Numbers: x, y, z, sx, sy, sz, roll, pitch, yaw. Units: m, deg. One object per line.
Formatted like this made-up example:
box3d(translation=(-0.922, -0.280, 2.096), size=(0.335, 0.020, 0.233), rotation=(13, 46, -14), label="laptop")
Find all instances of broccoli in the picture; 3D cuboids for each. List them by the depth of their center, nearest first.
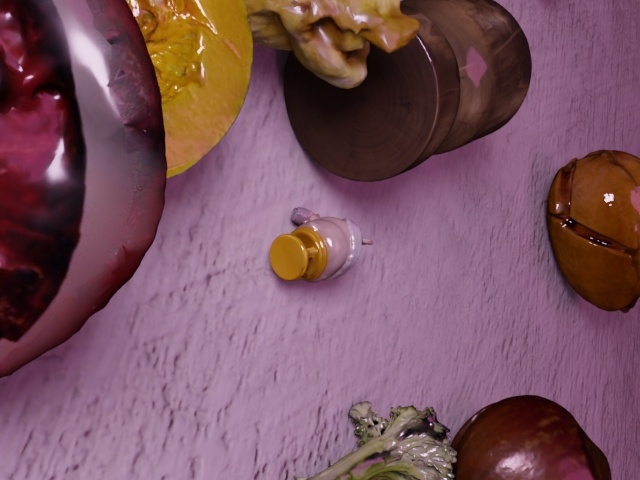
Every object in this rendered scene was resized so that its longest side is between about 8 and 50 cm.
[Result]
box3d(translation=(0.048, 0.241, 0.876), size=(0.204, 0.118, 0.123), rotation=(-11, 87, -35), label="broccoli")

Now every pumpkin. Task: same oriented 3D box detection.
box3d(translation=(-0.165, -0.148, 0.607), size=(0.217, 0.110, 0.218), rotation=(2, 87, -38), label="pumpkin")

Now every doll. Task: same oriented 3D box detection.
box3d(translation=(0.000, 0.000, 0.856), size=(0.127, 0.073, 0.084), rotation=(-13, 66, -53), label="doll")

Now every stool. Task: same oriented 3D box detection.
box3d(translation=(0.106, -0.177, 0.923), size=(0.264, 0.179, 0.179), rotation=(-25, 108, -53), label="stool")

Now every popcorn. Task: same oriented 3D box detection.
box3d(translation=(-0.021, -0.255, 0.687), size=(0.266, 0.233, 0.192), rotation=(59, 14, -4), label="popcorn")

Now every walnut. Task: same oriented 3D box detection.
box3d(translation=(0.508, -0.001, 1.462), size=(0.209, 0.208, 0.336), rotation=(-53, 129, -43), label="walnut")

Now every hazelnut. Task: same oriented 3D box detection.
box3d(translation=(0.270, 0.324, 1.090), size=(0.218, 0.218, 0.234), rotation=(-57, 131, -40), label="hazelnut")

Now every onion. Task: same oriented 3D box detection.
box3d(translation=(-0.217, -0.060, 0.445), size=(0.271, 0.195, 0.272), rotation=(-4, 104, -15), label="onion")
